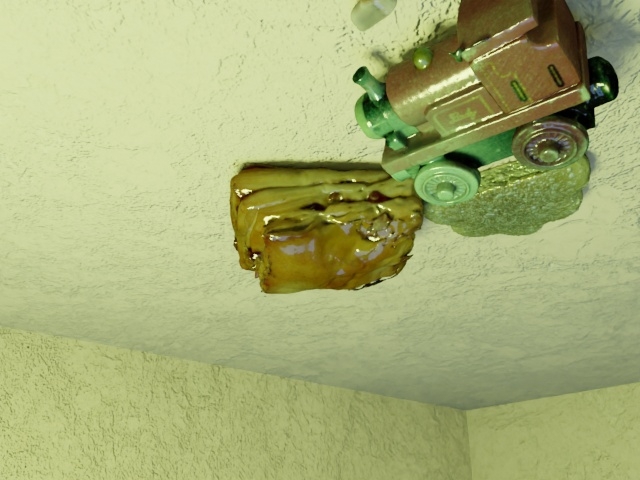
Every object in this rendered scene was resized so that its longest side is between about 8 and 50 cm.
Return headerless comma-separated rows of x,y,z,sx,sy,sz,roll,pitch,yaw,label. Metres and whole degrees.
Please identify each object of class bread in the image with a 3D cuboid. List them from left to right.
0.000,0.000,1.007,0.324,0.167,0.277,4,154,-4,bread
0.327,-0.062,1.000,0.286,0.056,0.207,-17,147,35,bread

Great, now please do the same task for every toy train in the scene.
0.180,-0.167,0.704,0.304,0.150,0.221,-19,137,39,toy train

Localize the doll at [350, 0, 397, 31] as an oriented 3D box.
0.024,-0.278,0.540,0.183,0.085,0.217,-21,164,41,doll
